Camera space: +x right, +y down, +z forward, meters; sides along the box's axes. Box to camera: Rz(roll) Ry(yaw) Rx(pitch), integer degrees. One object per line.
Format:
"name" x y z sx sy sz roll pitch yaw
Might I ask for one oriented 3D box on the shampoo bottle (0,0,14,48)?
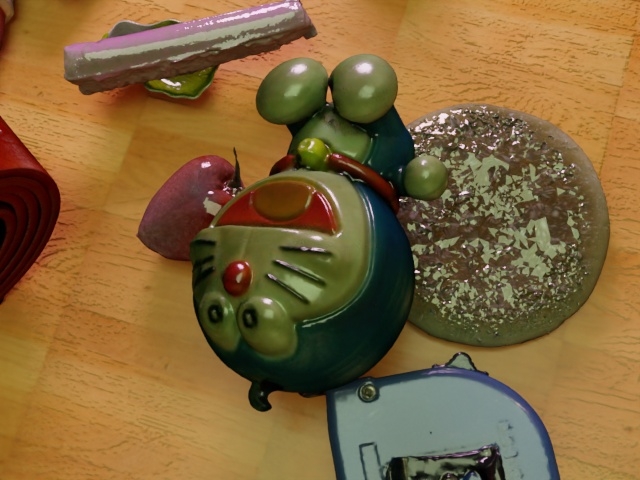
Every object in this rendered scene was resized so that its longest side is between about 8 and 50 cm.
"shampoo bottle" -0.425 -0.275 0.963 0.153 0.071 0.284 -18 71 -5

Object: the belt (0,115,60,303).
"belt" -0.401 0.015 0.799 0.324 0.227 0.115 -44 71 5

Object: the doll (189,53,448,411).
"doll" -0.001 0.000 0.757 0.199 0.186 0.322 10 68 37

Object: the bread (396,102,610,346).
"bread" 0.163 -0.024 0.854 0.267 0.040 0.267 -2 73 5

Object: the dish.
"dish" -0.176 -0.200 0.937 0.137 0.039 0.091 15 75 6

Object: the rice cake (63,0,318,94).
"rice cake" -0.137 -0.209 0.892 0.270 0.049 0.055 -13 75 -3

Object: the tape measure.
"tape measure" 0.112 0.281 0.742 0.215 0.098 0.351 -11 75 3

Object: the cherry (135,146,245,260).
"cherry" -0.119 -0.032 0.859 0.126 0.087 0.106 -11 79 21
